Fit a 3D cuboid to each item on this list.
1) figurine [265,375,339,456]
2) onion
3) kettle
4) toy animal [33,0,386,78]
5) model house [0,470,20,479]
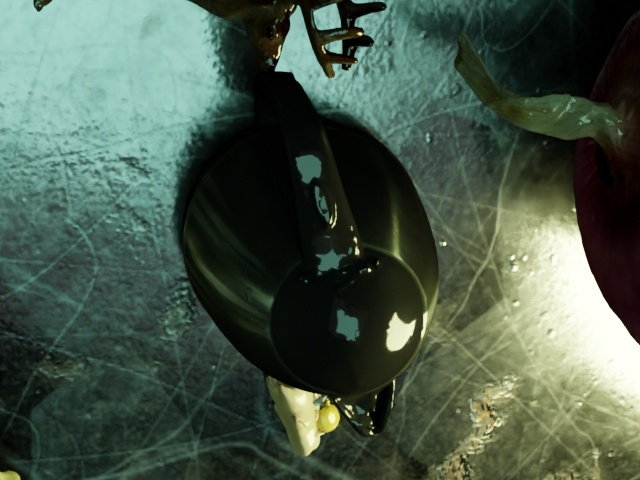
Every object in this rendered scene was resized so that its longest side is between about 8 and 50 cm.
[{"bbox_3d":[-0.011,0.147,1.529,0.050,0.047,0.083,-25,116,-13],"label":"figurine"},{"bbox_3d":[0.319,-0.051,1.352,0.345,0.358,0.358,-19,111,-11],"label":"onion"},{"bbox_3d":[0.012,0.011,1.363,0.207,0.271,0.251,17,106,-16],"label":"kettle"},{"bbox_3d":[-0.090,-0.232,1.301,0.260,0.087,0.243,-7,85,16],"label":"toy animal"},{"bbox_3d":[-0.398,0.253,1.417,0.321,0.261,0.266,-17,138,13],"label":"model house"}]
